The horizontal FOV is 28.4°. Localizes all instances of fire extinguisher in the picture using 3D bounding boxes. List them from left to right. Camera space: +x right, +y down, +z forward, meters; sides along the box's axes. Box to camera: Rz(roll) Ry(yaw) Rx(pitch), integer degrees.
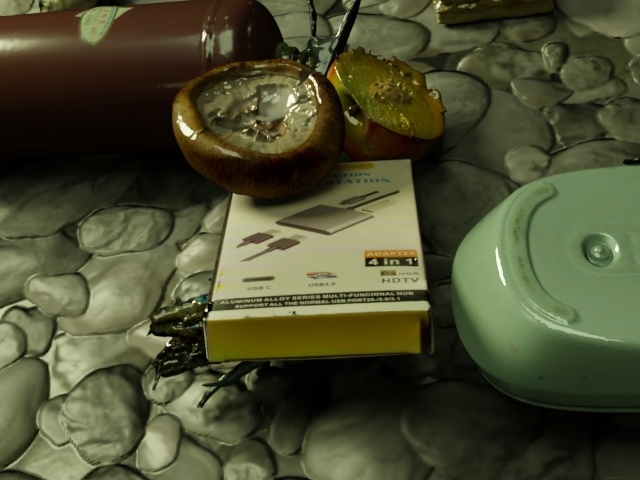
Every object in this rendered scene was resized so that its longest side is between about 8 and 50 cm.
[{"bbox_3d":[-0.134,-0.132,0.964,0.338,0.114,0.135,-1,81,13],"label":"fire extinguisher"}]

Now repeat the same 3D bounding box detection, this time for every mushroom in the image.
[{"bbox_3d":[-0.041,-0.075,0.845,0.123,0.052,0.123,3,44,-3],"label":"mushroom"}]

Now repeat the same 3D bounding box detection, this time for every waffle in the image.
[{"bbox_3d":[0.142,-0.243,1.039,0.103,0.042,0.148,-6,49,12],"label":"waffle"}]

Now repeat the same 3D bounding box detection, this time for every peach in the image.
[{"bbox_3d":[0.041,-0.091,0.916,0.098,0.061,0.098,25,38,-21],"label":"peach"}]

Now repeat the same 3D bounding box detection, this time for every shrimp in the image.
[{"bbox_3d":[-0.028,0.056,0.826,0.174,0.082,0.076,-11,7,-6],"label":"shrimp"}]

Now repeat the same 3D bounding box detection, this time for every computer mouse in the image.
[{"bbox_3d":[0.222,0.034,0.744,0.289,0.097,0.159,-1,47,0],"label":"computer mouse"}]

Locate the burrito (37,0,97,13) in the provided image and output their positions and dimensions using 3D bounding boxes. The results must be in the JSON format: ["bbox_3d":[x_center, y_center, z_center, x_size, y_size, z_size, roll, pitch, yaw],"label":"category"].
[{"bbox_3d":[-0.213,-0.260,1.140,0.058,0.063,0.229,-20,42,37],"label":"burrito"}]

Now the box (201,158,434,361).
[{"bbox_3d":[0.000,0.000,0.803,0.129,0.033,0.247,-4,26,2],"label":"box"}]
